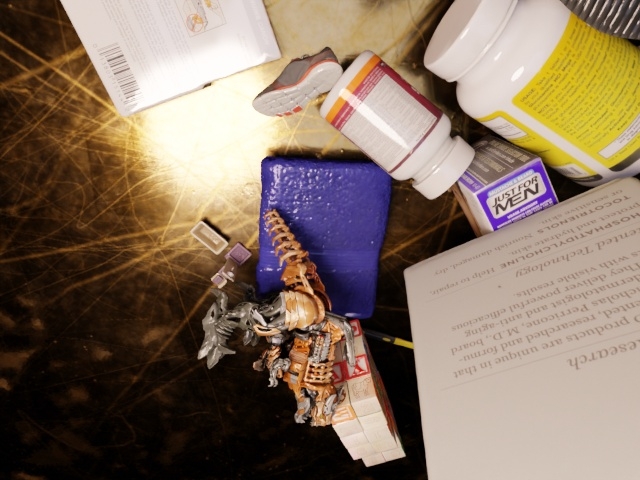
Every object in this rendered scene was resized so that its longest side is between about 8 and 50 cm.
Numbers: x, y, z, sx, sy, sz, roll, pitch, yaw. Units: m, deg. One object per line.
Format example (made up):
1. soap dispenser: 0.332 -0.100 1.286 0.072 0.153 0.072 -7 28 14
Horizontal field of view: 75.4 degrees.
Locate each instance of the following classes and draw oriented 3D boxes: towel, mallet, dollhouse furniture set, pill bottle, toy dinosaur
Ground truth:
1. towel: 0.000 0.000 0.749 0.228 0.076 0.307 2 115 -8
2. mallet: 0.159 0.220 0.871 0.190 0.039 0.062 11 109 -4
3. dollhouse furniture set: -0.198 0.034 0.741 0.091 0.081 0.114 -43 109 14
4. pill bottle: 0.329 -0.232 0.603 0.334 0.187 0.187 26 109 -14
5. toy dinosaur: -0.052 0.123 0.663 0.219 0.321 0.164 -10 156 23
6. pill bottle: 0.117 -0.170 0.633 0.221 0.121 0.121 39 106 -6

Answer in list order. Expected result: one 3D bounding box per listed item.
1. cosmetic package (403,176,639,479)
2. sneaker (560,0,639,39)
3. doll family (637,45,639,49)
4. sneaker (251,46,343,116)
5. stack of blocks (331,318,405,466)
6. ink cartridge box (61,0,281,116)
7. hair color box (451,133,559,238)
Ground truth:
1. cosmetic package: 0.322 0.194 0.476 0.328 0.393 0.329 -25 114 19
2. sneaker: 0.415 -0.313 0.510 0.331 0.146 0.122 13 125 -7
3. doll family: 0.537 -0.345 0.609 0.076 0.111 0.192 -22 112 6
4. sneaker: -0.039 -0.250 0.653 0.158 0.064 0.061 -18 156 21
5. stack of blocks: 0.084 0.320 0.802 0.087 0.171 0.296 -18 125 6
6. ink cartridge box: -0.226 -0.360 0.580 0.262 0.066 0.295 -18 113 4
7. hair color box: 0.341 0.002 0.705 0.110 0.185 0.338 -29 111 12
